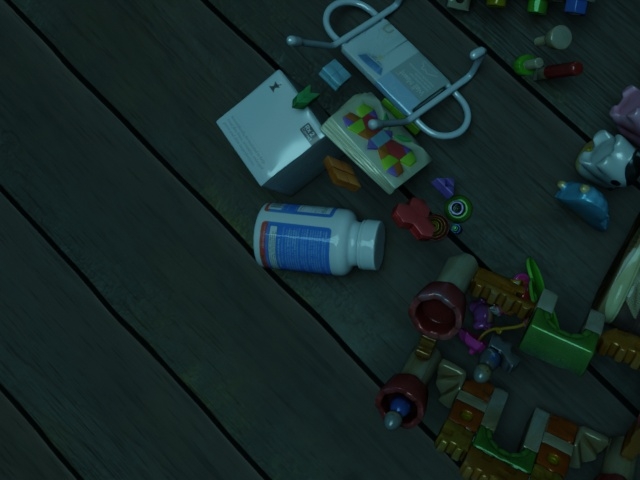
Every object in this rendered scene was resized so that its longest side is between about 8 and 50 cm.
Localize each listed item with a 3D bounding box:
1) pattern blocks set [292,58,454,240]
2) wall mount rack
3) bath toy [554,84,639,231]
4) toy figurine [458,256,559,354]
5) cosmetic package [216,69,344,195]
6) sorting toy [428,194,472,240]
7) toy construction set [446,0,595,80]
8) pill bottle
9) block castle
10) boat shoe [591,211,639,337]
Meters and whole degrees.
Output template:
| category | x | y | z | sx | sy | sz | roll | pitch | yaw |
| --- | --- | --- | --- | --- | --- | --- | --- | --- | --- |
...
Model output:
| category | x | y | z | sx | sy | sz | roll | pitch | yaw |
| --- | --- | --- | --- | --- | --- | --- | --- | --- | --- |
| pattern blocks set | 0.100 | -0.170 | 1.715 | 0.325 | 0.285 | 0.026 | 37 | 135 | -7 |
| wall mount rack | 0.111 | -0.311 | 1.727 | 0.304 | 0.130 | 0.350 | -37 | 75 | -26 |
| bath toy | 0.536 | -0.186 | 1.660 | 0.129 | 0.151 | 0.348 | 34 | 94 | -23 |
| toy figurine | 0.314 | 0.131 | 1.718 | 0.159 | 0.130 | 0.173 | -21 | 59 | 23 |
| cosmetic package | -0.063 | -0.190 | 1.793 | 0.151 | 0.183 | 0.151 | -38 | 77 | 11 |
| sorting toy | 0.229 | -0.038 | 1.776 | 0.102 | 0.042 | 0.061 | -43 | 77 | 9 |
| toy construction set | 0.335 | -0.423 | 1.722 | 0.257 | 0.237 | 0.309 | -19 | 99 | -16 |
| pill bottle | 0.000 | 0.000 | 1.796 | 0.221 | 0.124 | 0.124 | 6 | 88 | 16 |
| block castle | 0.330 | 0.251 | 1.566 | 0.453 | 0.213 | 0.303 | 25 | 129 | 10 |
| boat shoe | 0.581 | 0.004 | 1.643 | 0.123 | 0.123 | 0.342 | 28 | 98 | 7 |
